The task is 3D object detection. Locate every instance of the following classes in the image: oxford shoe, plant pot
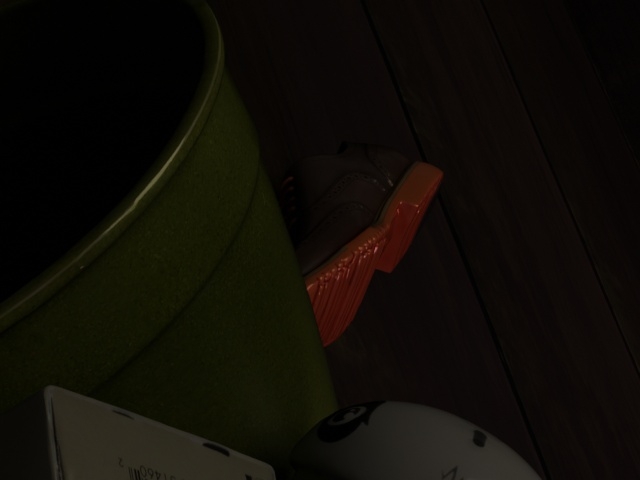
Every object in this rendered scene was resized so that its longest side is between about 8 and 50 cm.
[{"bbox_3d":[0.000,0.000,1.726,0.133,0.130,0.364,29,29,10],"label":"oxford shoe"},{"bbox_3d":[-0.142,0.093,1.042,0.353,0.367,0.366,59,20,-32],"label":"plant pot"}]

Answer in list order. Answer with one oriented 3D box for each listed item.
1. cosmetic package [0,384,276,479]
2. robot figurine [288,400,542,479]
[{"bbox_3d":[-0.175,0.200,0.834,0.160,0.309,0.113,27,39,-45],"label":"cosmetic package"},{"bbox_3d":[0.012,0.217,0.907,0.209,0.278,0.173,17,-19,51],"label":"robot figurine"}]
